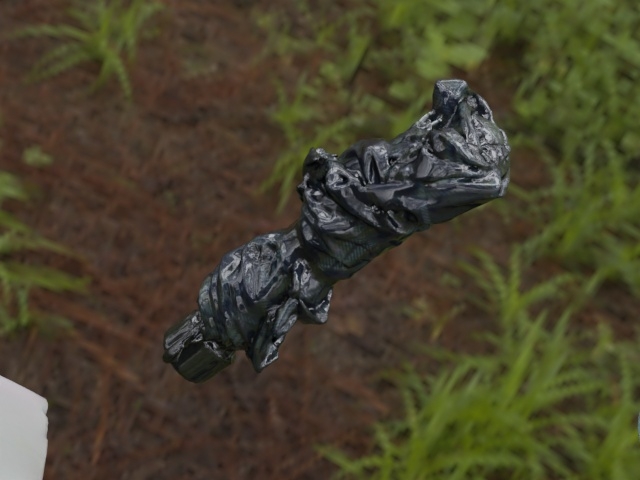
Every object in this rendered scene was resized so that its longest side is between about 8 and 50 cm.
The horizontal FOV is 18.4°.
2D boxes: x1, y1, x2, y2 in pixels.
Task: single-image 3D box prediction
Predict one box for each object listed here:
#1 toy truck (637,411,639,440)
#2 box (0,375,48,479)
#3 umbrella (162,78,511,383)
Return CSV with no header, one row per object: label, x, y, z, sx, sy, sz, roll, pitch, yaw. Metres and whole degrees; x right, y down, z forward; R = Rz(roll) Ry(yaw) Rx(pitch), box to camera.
toy truck,0.158,0.006,0.582,0.100,0.077,0.168,13,77,-21
box,-0.261,0.149,0.731,0.200,0.299,0.106,29,21,-21
umbrella,-0.001,-0.002,1.048,0.071,0.224,0.080,42,25,-21
